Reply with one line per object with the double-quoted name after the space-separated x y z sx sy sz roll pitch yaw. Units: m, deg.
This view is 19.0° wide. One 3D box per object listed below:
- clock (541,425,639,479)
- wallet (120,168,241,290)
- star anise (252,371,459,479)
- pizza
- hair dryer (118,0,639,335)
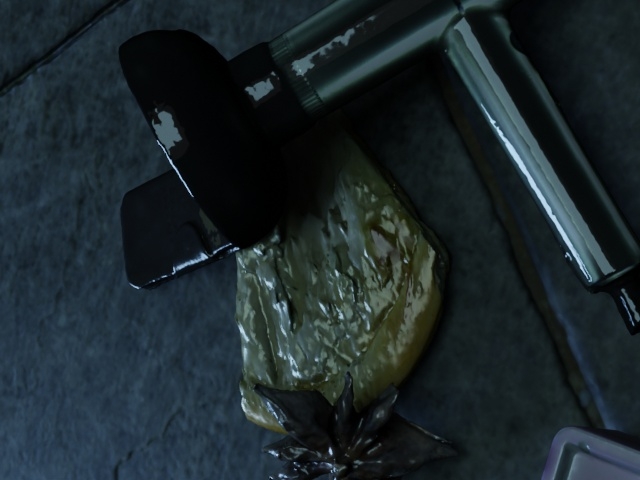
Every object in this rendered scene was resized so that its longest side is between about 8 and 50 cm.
0.190 0.224 1.138 0.150 0.063 0.197 19 96 34 "clock"
-0.091 -0.019 1.362 0.157 0.018 0.082 -22 68 46 "wallet"
0.006 0.129 1.248 0.124 0.129 0.056 -39 23 30 "star anise"
0.000 0.000 1.311 0.181 0.034 0.262 -22 72 31 "pizza"
0.063 -0.060 1.184 0.320 0.156 0.284 -22 65 9 "hair dryer"
